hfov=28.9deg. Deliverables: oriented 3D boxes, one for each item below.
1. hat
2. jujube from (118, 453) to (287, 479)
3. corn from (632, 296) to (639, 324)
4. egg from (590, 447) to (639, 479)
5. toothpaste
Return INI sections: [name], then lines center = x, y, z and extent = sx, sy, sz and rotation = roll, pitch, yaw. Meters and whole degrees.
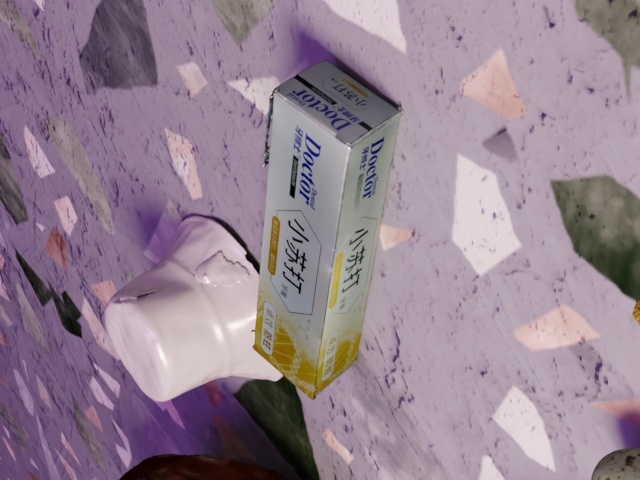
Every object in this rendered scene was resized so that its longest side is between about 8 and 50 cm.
[hat]
center = -0.135, 0.084, 1.237
extent = 0.203, 0.126, 0.203
rotation = 42, 149, 32
[jujube]
center = -0.132, 0.364, 1.334
extent = 0.377, 0.276, 0.276
rotation = -14, 104, 60
[corn]
center = 0.227, 0.057, 0.754
extent = 0.083, 0.027, 0.028
rotation = 35, 126, 41
[egg]
center = 0.223, 0.186, 0.817
extent = 0.110, 0.085, 0.085
rotation = 46, 148, 29
[toothpaste]
center = 0.000, 0.000, 1.014
extent = 0.089, 0.071, 0.313
rotation = 39, 144, 26
